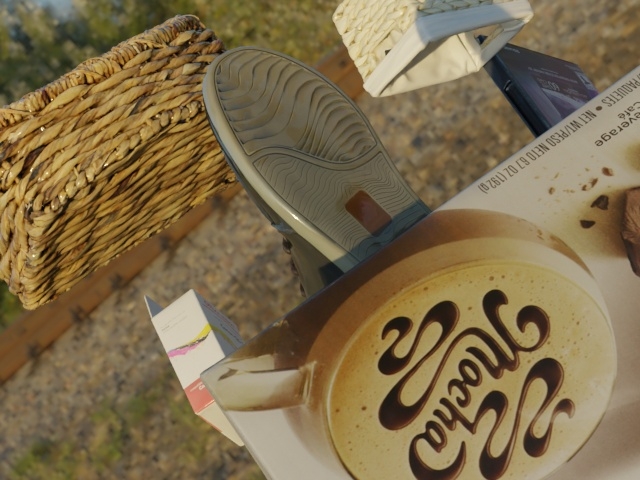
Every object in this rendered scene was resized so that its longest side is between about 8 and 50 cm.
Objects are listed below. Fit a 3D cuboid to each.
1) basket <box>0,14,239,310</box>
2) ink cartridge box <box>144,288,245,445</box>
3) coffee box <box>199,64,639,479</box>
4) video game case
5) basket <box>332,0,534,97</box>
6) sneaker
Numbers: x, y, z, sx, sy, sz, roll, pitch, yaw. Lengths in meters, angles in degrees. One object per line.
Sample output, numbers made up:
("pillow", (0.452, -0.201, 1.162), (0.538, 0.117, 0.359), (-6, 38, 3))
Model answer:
("basket", (-0.232, -0.121, 1.192), (0.299, 0.223, 0.213), (-34, -18, -30))
("ink cartridge box", (-0.133, 0.139, 1.485), (0.067, 0.115, 0.198), (-36, 51, 5))
("coffee box", (0.126, 0.051, 0.513), (0.297, 0.119, 0.168), (-34, 48, -8))
("video game case", (0.296, -0.112, 1.351), (0.196, 0.274, 0.026), (6, -46, -45))
("basket", (0.111, -0.226, 1.236), (0.167, 0.103, 0.113), (-20, -15, -40))
("sneaker", (0.000, 0.000, 0.697), (0.083, 0.222, 0.118), (-37, -6, -32))
